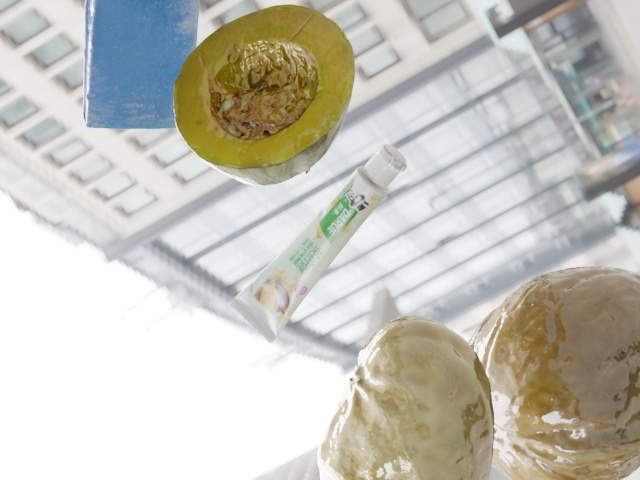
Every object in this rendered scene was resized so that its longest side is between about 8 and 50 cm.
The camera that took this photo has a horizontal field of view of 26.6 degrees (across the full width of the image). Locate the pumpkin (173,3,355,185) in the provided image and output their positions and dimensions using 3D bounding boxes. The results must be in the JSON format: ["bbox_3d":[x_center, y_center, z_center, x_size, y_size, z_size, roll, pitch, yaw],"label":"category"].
[{"bbox_3d":[-0.053,-0.149,1.541,0.110,0.217,0.217,66,-176,-53],"label":"pumpkin"}]

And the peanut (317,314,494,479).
[{"bbox_3d":[0.092,0.271,1.497,0.169,0.192,0.387,-145,54,-61],"label":"peanut"}]

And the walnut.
[{"bbox_3d":[0.346,0.180,1.798,0.333,0.333,0.333,56,-166,-22],"label":"walnut"}]

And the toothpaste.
[{"bbox_3d":[0.000,0.000,1.769,0.056,0.314,0.058,24,-154,-36],"label":"toothpaste"}]

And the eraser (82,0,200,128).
[{"bbox_3d":[-0.224,-0.289,1.712,0.043,0.144,0.312,-119,32,-56],"label":"eraser"}]
